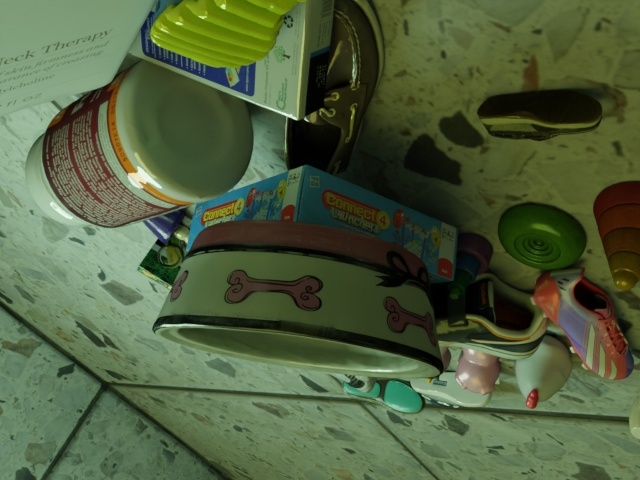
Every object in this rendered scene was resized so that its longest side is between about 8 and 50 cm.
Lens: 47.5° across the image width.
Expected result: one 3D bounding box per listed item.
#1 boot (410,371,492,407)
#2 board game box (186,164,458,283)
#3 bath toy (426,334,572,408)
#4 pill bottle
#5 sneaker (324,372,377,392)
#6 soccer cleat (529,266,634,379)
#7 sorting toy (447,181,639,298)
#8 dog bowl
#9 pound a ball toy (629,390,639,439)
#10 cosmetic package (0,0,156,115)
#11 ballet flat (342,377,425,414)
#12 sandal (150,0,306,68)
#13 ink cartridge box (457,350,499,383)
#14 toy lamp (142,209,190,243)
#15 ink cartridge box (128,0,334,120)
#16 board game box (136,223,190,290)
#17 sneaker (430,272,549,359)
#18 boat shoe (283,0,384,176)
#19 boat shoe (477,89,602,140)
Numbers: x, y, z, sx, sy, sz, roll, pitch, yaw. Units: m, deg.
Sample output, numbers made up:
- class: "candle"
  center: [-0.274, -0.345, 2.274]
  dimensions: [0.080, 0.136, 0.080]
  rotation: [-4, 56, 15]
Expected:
- class: "boot"
  center: [0.286, 0.320, 1.530]
  dimensions: [0.189, 0.069, 0.086]
  rotation: [8, 151, 44]
- class: "board game box"
  center: [0.000, 0.000, 1.139]
  dimensions: [0.308, 0.086, 0.301]
  rotation: [20, 161, -35]
- class: "bath toy"
  center: [0.270, 0.216, 1.321]
  dimensions: [0.348, 0.129, 0.151]
  rotation: [13, 145, 24]
- class: "pill bottle"
  center: [-0.308, -0.142, 1.170]
  dimensions: [0.392, 0.224, 0.224]
  rotation: [-11, 131, 46]
- class: "sneaker"
  center: [0.017, 0.182, 1.461]
  dimensions: [0.210, 0.137, 0.366]
  rotation: [16, 150, 15]
- class: "soccer cleat"
  center: [0.427, 0.133, 1.125]
  dimensions: [0.248, 0.083, 0.095]
  rotation: [44, 141, -19]
- class: "sorting toy"
  center: [0.317, 0.031, 1.017]
  dimensions: [0.365, 0.126, 0.127]
  rotation: [-14, 129, 48]
- class: "dog bowl"
  center: [-0.022, 0.092, 1.039]
  dimensions: [0.407, 0.151, 0.408]
  rotation: [7, 165, 2]
- class: "pound a ball toy"
  center: [0.523, 0.218, 0.993]
  dimensions: [0.208, 0.136, 0.319]
  rotation: [7, 143, 31]
- class: "cosmetic package"
  center: [-0.382, -0.340, 0.745]
  dimensions: [0.393, 0.329, 0.328]
  rotation: [-29, 91, 55]
- class: "ballet flat"
  center: [0.154, 0.352, 1.688]
  dimensions: [0.213, 0.072, 0.068]
  rotation: [9, 171, 30]
- class: "sandal"
  center: [-0.079, -0.282, 0.751]
  dimensions: [0.126, 0.138, 0.317]
  rotation: [14, 161, -33]
- class: "ink cartridge box"
  center: [0.314, 0.250, 1.430]
  dimensions: [0.083, 0.028, 0.048]
  rotation: [12, 146, 25]
- class: "toy lamp"
  center: [-0.233, 0.014, 1.479]
  dimensions: [0.274, 0.080, 0.080]
  rotation: [34, 149, -9]
- class: "ink cartridge box"
  center: [-0.136, -0.281, 0.906]
  dimensions: [0.332, 0.065, 0.166]
  rotation: [25, 129, 24]
- class: "board game box"
  center: [-0.233, 0.075, 1.511]
  dimensions: [0.259, 0.136, 0.030]
  rotation: [32, 150, -7]
- class: "sneaker"
  center: [0.214, 0.113, 1.199]
  dimensions: [0.320, 0.126, 0.128]
  rotation: [4, 144, 1]
- class: "boat shoe"
  center: [0.006, -0.186, 0.974]
  dimensions: [0.116, 0.097, 0.324]
  rotation: [24, 149, 9]
- class: "boat shoe"
  center: [0.265, -0.146, 0.875]
  dimensions: [0.152, 0.056, 0.049]
  rotation: [14, 152, 40]
